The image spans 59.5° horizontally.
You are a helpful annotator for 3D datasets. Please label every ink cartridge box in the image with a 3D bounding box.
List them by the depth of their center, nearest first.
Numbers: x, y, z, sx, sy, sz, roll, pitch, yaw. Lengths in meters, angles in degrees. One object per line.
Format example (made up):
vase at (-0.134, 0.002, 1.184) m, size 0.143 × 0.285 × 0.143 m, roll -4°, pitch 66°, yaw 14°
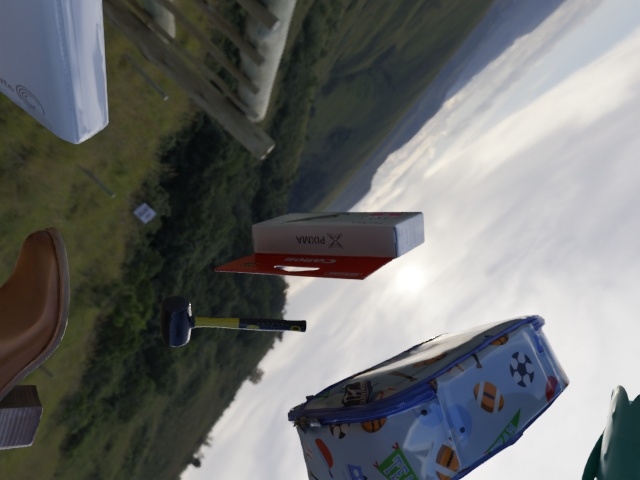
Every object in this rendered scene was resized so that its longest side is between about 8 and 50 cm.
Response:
ink cartridge box at (0.000, 0.000, 0.915) m, size 0.275 × 0.060 × 0.239 m, roll 1°, pitch -168°, yaw 30°

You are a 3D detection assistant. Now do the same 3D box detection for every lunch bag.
lunch bag at (0.115, 0.184, 0.651) m, size 0.303 × 0.114 × 0.243 m, roll -15°, pitch 172°, yaw -34°

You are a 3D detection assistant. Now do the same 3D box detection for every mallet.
mallet at (-0.113, 0.100, 0.725) m, size 0.039 × 0.190 × 0.062 m, roll -98°, pitch -174°, yaw -60°

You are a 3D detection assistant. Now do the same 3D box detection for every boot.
boot at (-0.287, 0.075, 0.432) m, size 0.073 × 0.152 × 0.197 m, roll 6°, pitch -96°, yaw 52°

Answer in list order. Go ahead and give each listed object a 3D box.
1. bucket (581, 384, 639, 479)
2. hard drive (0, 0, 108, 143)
bucket at (0.380, 0.263, 0.498) m, size 0.281 × 0.281 × 0.183 m, roll 155°, pitch -43°, yaw -76°
hard drive at (-0.225, -0.236, 0.314) m, size 0.047 × 0.233 × 0.353 m, roll -50°, pitch 176°, yaw -32°
